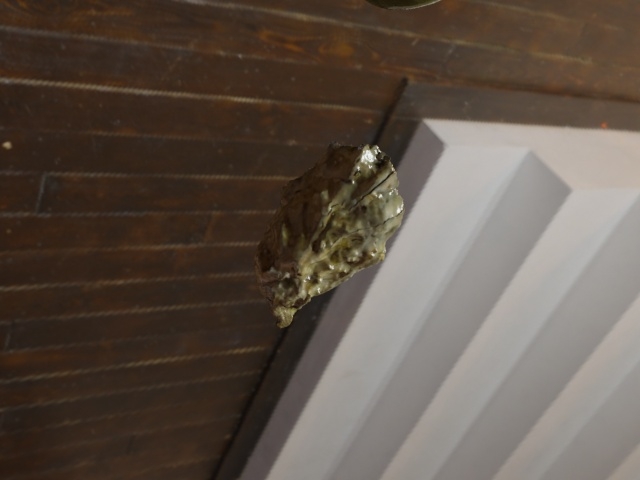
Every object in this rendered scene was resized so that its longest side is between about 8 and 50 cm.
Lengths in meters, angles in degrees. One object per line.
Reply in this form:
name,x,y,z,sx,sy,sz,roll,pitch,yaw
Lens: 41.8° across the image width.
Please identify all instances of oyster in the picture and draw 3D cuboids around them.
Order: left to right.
oyster,-0.002,-0.009,0.867,0.209,0.133,0.072,-34,-173,26

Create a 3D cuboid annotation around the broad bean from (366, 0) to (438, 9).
broad bean,0.046,-0.124,0.327,0.083,0.063,0.045,-12,165,32
